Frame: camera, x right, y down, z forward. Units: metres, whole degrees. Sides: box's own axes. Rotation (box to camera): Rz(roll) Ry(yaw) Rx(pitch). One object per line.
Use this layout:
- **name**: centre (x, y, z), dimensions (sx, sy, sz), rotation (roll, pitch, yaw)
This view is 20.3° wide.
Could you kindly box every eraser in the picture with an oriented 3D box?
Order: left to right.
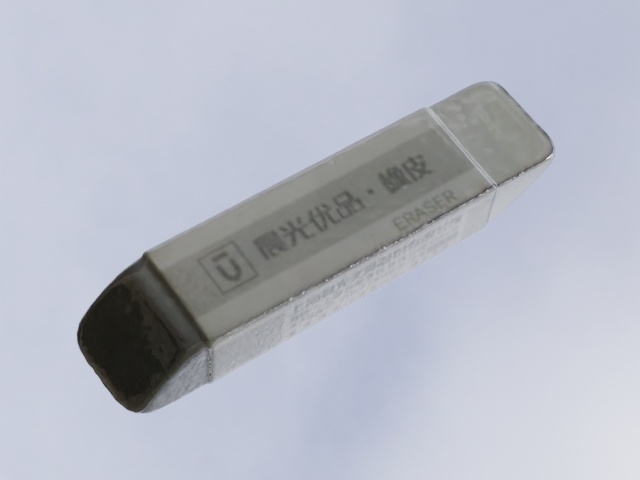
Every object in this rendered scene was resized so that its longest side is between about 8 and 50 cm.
- **eraser**: centre (0.000, 0.000, 1.210), dimensions (0.089, 0.352, 0.061), rotation (51, -24, 23)
